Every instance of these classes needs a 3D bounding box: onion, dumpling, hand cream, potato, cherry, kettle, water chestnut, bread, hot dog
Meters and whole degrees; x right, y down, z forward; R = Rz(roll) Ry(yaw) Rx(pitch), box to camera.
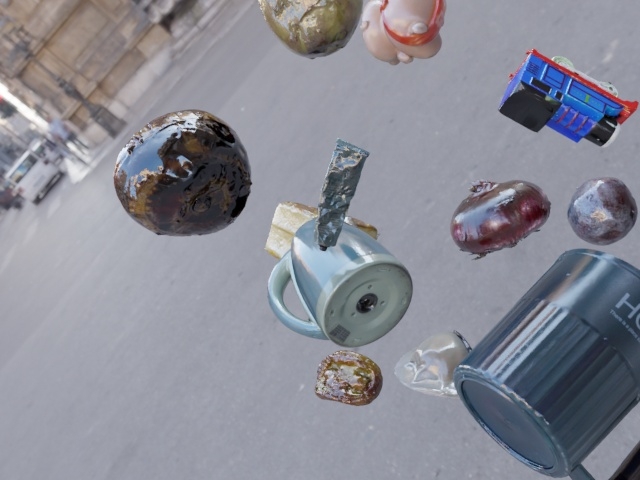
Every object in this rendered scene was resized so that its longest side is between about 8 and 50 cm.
[{"bbox_3d":[0.538,-0.087,2.036,0.314,0.232,0.314,-22,9,4],"label":"onion"},{"bbox_3d":[0.332,0.337,1.864,0.293,0.205,0.163,-110,37,-70],"label":"dumpling"},{"bbox_3d":[0.035,-0.087,1.432,0.052,0.075,0.247,-81,7,-65],"label":"hand cream"},{"bbox_3d":[-0.031,-0.577,1.688,0.289,0.301,0.237,-176,86,-70],"label":"potato"},{"bbox_3d":[0.778,-0.075,1.861,0.195,0.195,0.195,-39,25,23],"label":"cherry"},{"bbox_3d":[0.012,0.093,1.688,0.319,0.247,0.342,-40,42,-2],"label":"kettle"},{"bbox_3d":[-0.299,-0.150,1.426,0.300,0.300,0.300,-39,25,23],"label":"water chestnut"},{"bbox_3d":[0.000,0.000,2.229,0.279,0.279,0.207,27,104,59],"label":"bread"},{"bbox_3d":[0.046,0.259,1.259,0.147,0.065,0.099,4,67,42],"label":"hot dog"}]

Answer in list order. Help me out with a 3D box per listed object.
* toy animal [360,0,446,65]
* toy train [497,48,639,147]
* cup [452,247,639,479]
[{"bbox_3d":[0.180,-0.463,1.405,0.171,0.171,0.198,-57,24,-18],"label":"toy animal"},{"bbox_3d":[0.410,-0.228,1.118,0.131,0.204,0.082,-60,-1,-34],"label":"toy train"},{"bbox_3d":[0.400,0.218,1.078,0.292,0.307,0.242,-39,25,-18],"label":"cup"}]
